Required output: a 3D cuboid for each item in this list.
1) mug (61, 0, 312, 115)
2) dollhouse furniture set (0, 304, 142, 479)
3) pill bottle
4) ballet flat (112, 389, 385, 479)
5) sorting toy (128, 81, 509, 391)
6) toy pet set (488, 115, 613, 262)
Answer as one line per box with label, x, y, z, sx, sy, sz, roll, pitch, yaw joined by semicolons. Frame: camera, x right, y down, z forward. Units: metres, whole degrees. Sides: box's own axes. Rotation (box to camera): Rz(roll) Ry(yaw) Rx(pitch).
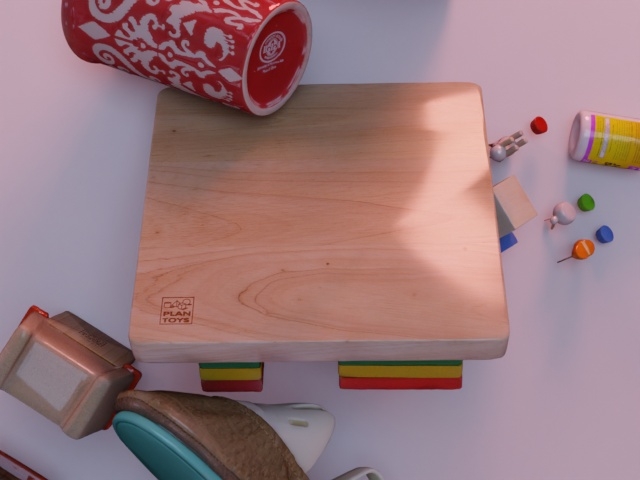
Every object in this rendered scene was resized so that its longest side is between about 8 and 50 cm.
mug;-0.090;-0.180;1.020;0.169;0.113;0.150;24;64;26
dollhouse furniture set;-0.242;0.186;0.998;0.262;0.135;0.259;33;92;0
pill bottle;0.253;-0.082;1.098;0.083;0.043;0.043;9;81;-3
ballet flat;-0.009;0.202;0.978;0.342;0.116;0.124;50;63;-16
sorting toy;0.000;0.000;0.992;0.257;0.089;0.255;-1;49;1
toy pet set;0.163;-0.023;1.087;0.114;0.065;0.122;-29;88;-43
